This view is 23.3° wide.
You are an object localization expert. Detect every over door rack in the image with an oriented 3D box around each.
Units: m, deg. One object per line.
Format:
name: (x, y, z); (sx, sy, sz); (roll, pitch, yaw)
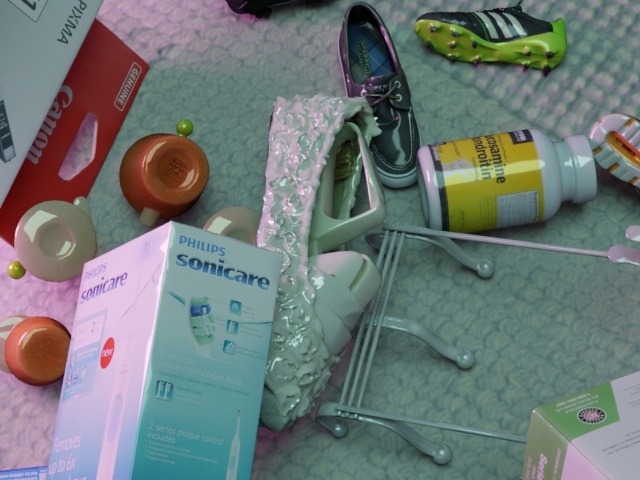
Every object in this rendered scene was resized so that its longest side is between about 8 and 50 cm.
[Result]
over door rack: (0.176, 0.106, 1.592); (0.324, 0.108, 0.240); (2, 62, 27)

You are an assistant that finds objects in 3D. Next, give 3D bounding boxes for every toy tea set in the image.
toy tea set: (-0.223, 0.019, 1.686); (0.336, 0.124, 0.200); (-30, 96, -15)

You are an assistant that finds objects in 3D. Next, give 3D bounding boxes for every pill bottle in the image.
pill bottle: (0.201, -0.066, 1.692); (0.184, 0.103, 0.103); (-9, 64, -2)

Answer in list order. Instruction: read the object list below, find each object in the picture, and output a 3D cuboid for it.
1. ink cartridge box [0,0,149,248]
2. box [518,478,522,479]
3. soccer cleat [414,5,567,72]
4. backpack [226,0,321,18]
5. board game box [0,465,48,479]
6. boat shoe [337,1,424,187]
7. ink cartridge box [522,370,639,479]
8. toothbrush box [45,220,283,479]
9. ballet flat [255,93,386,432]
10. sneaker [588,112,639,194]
ink cartridge box: (-0.309, -0.153, 1.679); (0.066, 0.261, 0.296); (-4, 56, 45)
box: (0.363, 0.469, 1.222); (0.479, 0.297, 0.472); (8, 37, 6)
soccer cleat: (0.199, -0.243, 1.809); (0.179, 0.060, 0.072); (11, 55, 0)
backpack: (-0.060, -0.382, 1.838); (0.165, 0.144, 0.188); (-14, 61, 1)
board game box: (-0.398, 0.392, 1.516); (0.318, 0.066, 0.318); (-7, 64, -1)
boat shoe: (0.067, -0.172, 1.764); (0.080, 0.076, 0.229); (-9, 64, -2)
ink cartridge box: (0.293, 0.209, 1.259); (0.160, 0.093, 0.219); (-15, 39, -26)
toothbrush box: (-0.156, 0.153, 1.486); (0.126, 0.216, 0.296); (18, 71, -27)
ballet flat: (0.000, 0.000, 1.612); (0.147, 0.147, 0.409); (1, 55, 3)
sneaker: (0.388, -0.063, 1.698); (0.215, 0.083, 0.084); (46, 108, 4)
